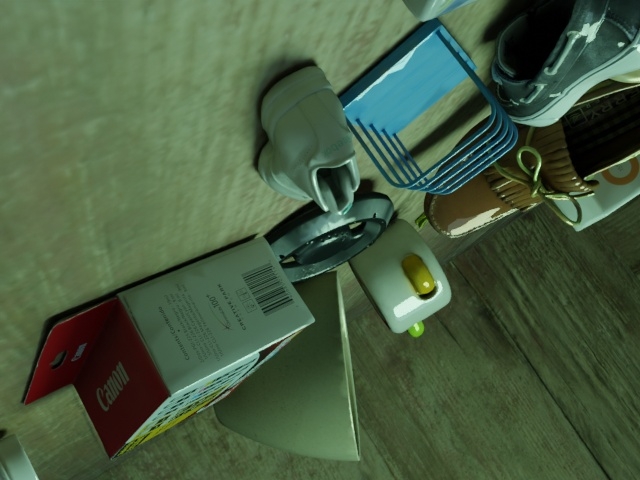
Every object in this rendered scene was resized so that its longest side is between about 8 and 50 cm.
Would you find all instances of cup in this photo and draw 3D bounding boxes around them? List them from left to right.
[{"bbox_3d":[-0.064,0.233,1.138,0.237,0.331,0.331,-8,168,3],"label":"cup"}]

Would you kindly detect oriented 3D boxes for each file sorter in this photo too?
[{"bbox_3d":[0.110,-0.112,0.609,0.118,0.104,0.170,-37,168,20],"label":"file sorter"}]

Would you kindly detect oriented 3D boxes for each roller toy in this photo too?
[{"bbox_3d":[0.150,0.061,1.198,0.146,0.191,0.209,-32,144,-2],"label":"roller toy"}]

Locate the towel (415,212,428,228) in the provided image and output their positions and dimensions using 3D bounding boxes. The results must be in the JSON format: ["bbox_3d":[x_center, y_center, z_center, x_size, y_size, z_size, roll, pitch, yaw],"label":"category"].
[{"bbox_3d":[0.316,-0.099,1.410,0.237,0.021,0.102,-27,167,-30],"label":"towel"}]

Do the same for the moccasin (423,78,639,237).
[{"bbox_3d":[0.301,-0.110,0.798,0.380,0.139,0.147,-26,-151,21],"label":"moccasin"}]

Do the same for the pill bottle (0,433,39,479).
[{"bbox_3d":[-0.496,0.359,0.863,0.208,0.119,0.119,-27,167,-29],"label":"pill bottle"}]

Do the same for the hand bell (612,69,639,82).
[{"bbox_3d":[0.315,-0.241,0.569,0.126,0.126,0.242,-35,169,7],"label":"hand bell"}]

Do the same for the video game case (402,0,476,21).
[{"bbox_3d":[0.219,-0.287,0.360,0.300,0.036,0.329,-28,167,-23],"label":"video game case"}]

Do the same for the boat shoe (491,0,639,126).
[{"bbox_3d":[0.221,-0.185,0.638,0.102,0.108,0.301,5,-179,-5],"label":"boat shoe"}]

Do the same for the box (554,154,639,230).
[{"bbox_3d":[0.480,-0.204,0.945,0.345,0.215,0.168,-33,169,3],"label":"box"}]

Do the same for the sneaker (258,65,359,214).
[{"bbox_3d":[-0.003,-0.058,0.554,0.080,0.094,0.212,-34,169,-5],"label":"sneaker"}]

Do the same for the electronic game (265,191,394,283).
[{"bbox_3d":[0.000,0.000,0.902,0.229,0.048,0.229,-25,163,-8],"label":"electronic game"}]

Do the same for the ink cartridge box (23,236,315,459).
[{"bbox_3d":[-0.202,0.158,0.806,0.272,0.130,0.309,-23,164,-38],"label":"ink cartridge box"}]
